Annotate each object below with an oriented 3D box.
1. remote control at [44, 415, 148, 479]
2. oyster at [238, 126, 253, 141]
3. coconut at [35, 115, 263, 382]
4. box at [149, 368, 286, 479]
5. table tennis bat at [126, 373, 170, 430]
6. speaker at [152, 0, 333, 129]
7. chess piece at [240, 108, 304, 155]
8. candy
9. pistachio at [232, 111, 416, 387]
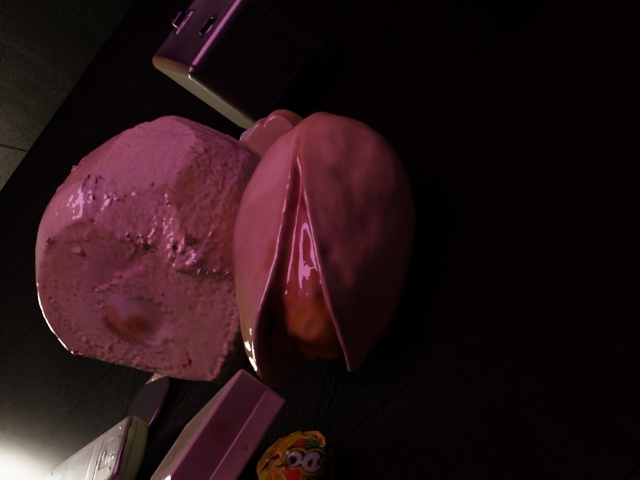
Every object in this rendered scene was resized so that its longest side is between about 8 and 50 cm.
[{"bbox_3d":[-0.293,0.300,1.737,0.233,0.038,0.098,-35,32,42],"label":"remote control"},{"bbox_3d":[-0.118,-0.066,1.868,0.125,0.064,0.177,-13,56,52],"label":"oyster"},{"bbox_3d":[-0.168,0.008,1.569,0.297,0.297,0.254,-37,14,38],"label":"coconut"},{"bbox_3d":[-0.120,0.224,1.374,0.141,0.058,0.201,-57,5,-33],"label":"box"},{"bbox_3d":[-0.216,0.192,1.770,0.087,0.013,0.156,-27,36,51],"label":"table tennis bat"},{"bbox_3d":[-0.115,-0.262,1.970,0.153,0.192,0.231,-55,23,-2],"label":"speaker"},{"bbox_3d":[-0.147,-0.017,1.764,0.397,0.117,0.117,-46,23,28],"label":"chess piece"},{"bbox_3d":[-0.064,0.250,1.329,0.077,0.073,0.262,-49,6,-40],"label":"candy"},{"bbox_3d":[0.000,0.000,1.373,0.187,0.187,0.299,-37,33,38],"label":"pistachio"}]
